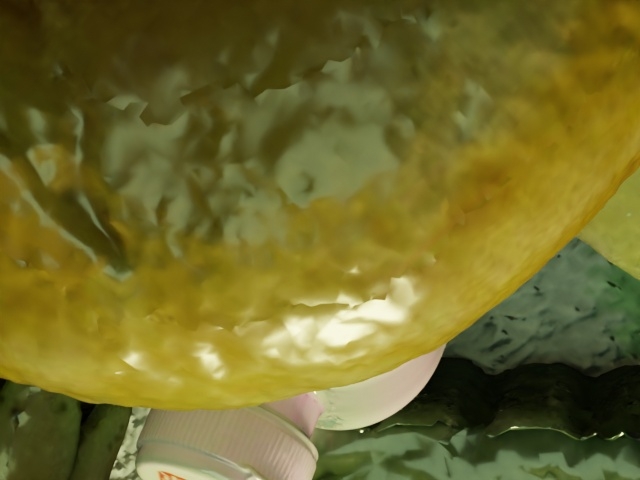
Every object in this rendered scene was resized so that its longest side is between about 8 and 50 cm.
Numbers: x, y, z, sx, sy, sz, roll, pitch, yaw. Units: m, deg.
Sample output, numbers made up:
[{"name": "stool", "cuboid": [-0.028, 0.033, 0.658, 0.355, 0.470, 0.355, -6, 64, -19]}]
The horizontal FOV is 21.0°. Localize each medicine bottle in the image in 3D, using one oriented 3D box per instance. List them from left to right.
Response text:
[{"name": "medicine bottle", "cuboid": [0.000, 0.000, 0.655, 0.115, 0.078, 0.219, 18, 67, 12]}]

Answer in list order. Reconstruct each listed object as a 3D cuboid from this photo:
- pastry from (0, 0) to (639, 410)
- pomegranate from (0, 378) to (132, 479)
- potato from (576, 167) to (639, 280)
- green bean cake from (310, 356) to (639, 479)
[{"name": "pastry", "cuboid": [-0.042, -0.111, 0.582, 0.356, 0.164, 0.356, -3, 65, 6]}, {"name": "pomegranate", "cuboid": [-0.188, 0.193, 0.679, 0.309, 0.216, 0.358, -1, 72, 45]}, {"name": "potato", "cuboid": [0.246, 0.014, 0.672, 0.269, 0.112, 0.255, -23, 108, 17]}, {"name": "green bean cake", "cuboid": [0.086, 0.173, 0.722, 0.255, 0.132, 0.241, 0, 102, 11]}]
